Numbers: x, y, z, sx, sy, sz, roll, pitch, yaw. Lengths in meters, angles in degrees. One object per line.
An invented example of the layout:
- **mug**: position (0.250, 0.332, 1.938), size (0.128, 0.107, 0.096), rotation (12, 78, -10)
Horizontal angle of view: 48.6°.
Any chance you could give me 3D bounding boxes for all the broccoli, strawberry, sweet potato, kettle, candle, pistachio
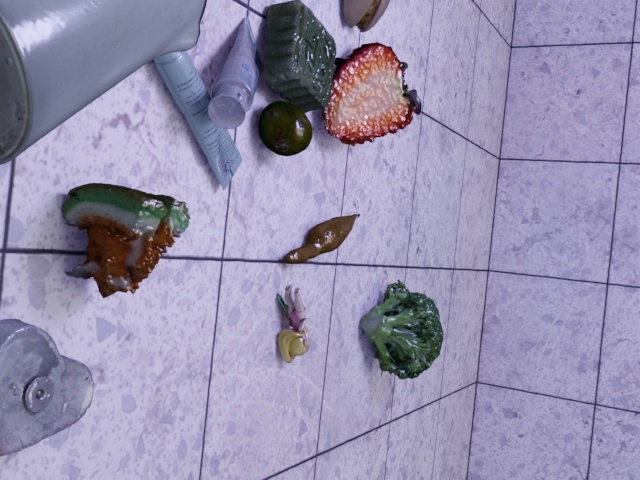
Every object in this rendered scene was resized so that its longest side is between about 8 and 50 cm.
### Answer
- **broccoli**: position (0.232, 0.262, 2.033), size (0.241, 0.261, 0.269), rotation (20, 117, -38)
- **strawberry**: position (0.087, -0.352, 1.750), size (0.306, 0.137, 0.233), rotation (-26, 100, -30)
- **sweet potato**: position (-0.002, 0.002, 1.677), size (0.269, 0.074, 0.075), rotation (-33, 124, -42)
- **kettle**: position (-0.352, -0.326, 0.842), size (0.361, 0.250, 0.377), rotation (53, 40, -13)
- **candle**: position (-0.408, 0.209, 0.967), size (0.192, 0.068, 0.168), rotation (57, 47, -44)
- **pistachio**: position (0.112, -0.606, 1.737), size (0.124, 0.124, 0.185), rotation (3, 109, -62)

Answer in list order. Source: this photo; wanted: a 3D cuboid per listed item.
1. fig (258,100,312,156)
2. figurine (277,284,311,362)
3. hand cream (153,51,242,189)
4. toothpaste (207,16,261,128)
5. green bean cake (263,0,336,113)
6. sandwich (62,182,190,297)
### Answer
- **fig**: position (-0.067, -0.232, 1.495), size (0.177, 0.117, 0.117), rotation (-43, 136, -81)
- **figurine**: position (-0.063, 0.190, 1.606), size (0.083, 0.083, 0.187), rotation (-42, 137, -51)
- **hand cream**: position (-0.212, -0.229, 1.254), size (0.085, 0.058, 0.331), rotation (-67, 147, -32)
- **toothpaste**: position (-0.147, -0.306, 1.310), size (0.299, 0.073, 0.114), rotation (-83, 161, -52)
- **green bean cake**: position (-0.041, -0.380, 1.480), size (0.183, 0.094, 0.185), rotation (36, 56, -58)
- **sandwich**: position (-0.290, 0.002, 1.027), size (0.109, 0.184, 0.160), rotation (21, 74, -53)
